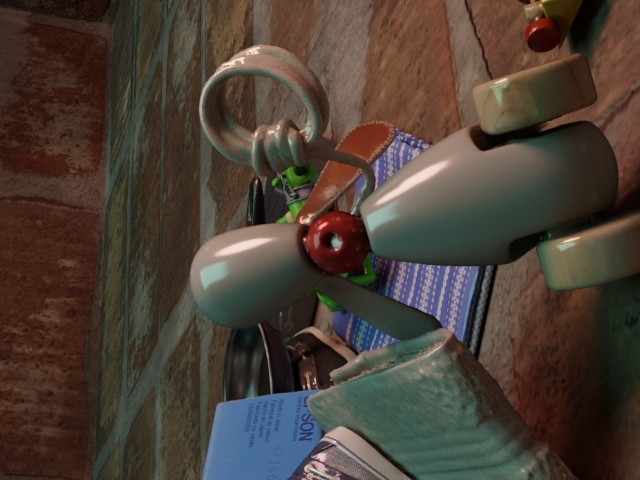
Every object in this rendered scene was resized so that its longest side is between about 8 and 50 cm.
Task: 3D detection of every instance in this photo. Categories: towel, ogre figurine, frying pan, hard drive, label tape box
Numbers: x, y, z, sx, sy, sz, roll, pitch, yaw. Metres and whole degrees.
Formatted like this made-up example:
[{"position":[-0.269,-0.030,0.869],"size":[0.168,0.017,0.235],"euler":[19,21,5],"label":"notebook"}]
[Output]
[{"position":[0.095,0.162,1.021],"size":[0.049,0.187,0.282],"euler":[-43,5,-23],"label":"towel"},{"position":[0.000,0.000,1.361],"size":[0.197,0.097,0.118],"euler":[110,147,-59],"label":"ogre figurine"},{"position":[0.083,0.023,1.309],"size":[0.336,0.040,0.243],"euler":[-143,62,-70],"label":"towel"},{"position":[-0.071,0.108,1.434],"size":[0.197,0.053,0.326],"euler":[158,112,-70],"label":"frying pan"},{"position":[-0.036,-0.013,1.669],"size":[0.172,0.054,0.254],"euler":[-156,75,-72],"label":"hard drive"},{"position":[-0.009,0.344,1.198],"size":[0.249,0.115,0.347],"euler":[-83,-23,-51],"label":"label tape box"}]

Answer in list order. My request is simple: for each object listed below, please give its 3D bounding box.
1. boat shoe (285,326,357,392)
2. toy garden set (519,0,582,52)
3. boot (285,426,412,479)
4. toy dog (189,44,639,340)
[{"position":[-0.017,0.149,1.475],"size":[0.233,0.079,0.084],"euler":[-168,59,-74],"label":"boat shoe"},{"position":[0.206,-0.285,1.042],"size":[0.244,0.049,0.203],"euler":[118,155,-46],"label":"toy garden set"},{"position":[0.053,0.229,1.027],"size":[0.190,0.086,0.069],"euler":[32,153,29],"label":"boot"},{"position":[0.081,-0.027,0.973],"size":[0.161,0.334,0.220],"euler":[-17,-70,-72],"label":"toy dog"}]
